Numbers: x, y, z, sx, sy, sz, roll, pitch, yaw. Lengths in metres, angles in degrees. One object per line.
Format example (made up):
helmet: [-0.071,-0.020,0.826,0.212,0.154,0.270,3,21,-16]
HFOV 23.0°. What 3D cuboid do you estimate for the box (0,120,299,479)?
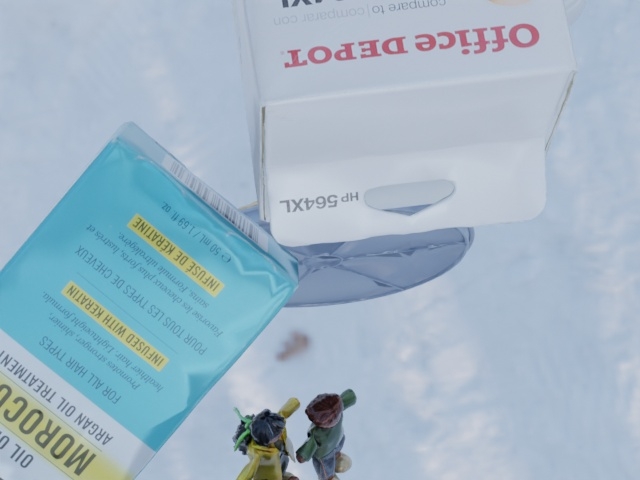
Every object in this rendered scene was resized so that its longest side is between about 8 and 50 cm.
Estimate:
box: [-0.124,0.074,0.676,0.100,0.060,0.244,39,97,-8]

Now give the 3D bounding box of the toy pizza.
toy pizza: [0.000,0.000,1.033,0.201,0.201,0.032,-23,64,39]

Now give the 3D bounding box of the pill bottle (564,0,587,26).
pill bottle: [0.201,-0.327,1.501,0.162,0.162,0.278,52,164,28]

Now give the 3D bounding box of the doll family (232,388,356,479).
doll family: [-0.043,0.172,1.074,0.076,0.193,0.111,18,146,17]

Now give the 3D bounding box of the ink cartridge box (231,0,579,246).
ink cartridge box: [0.019,-0.074,0.481,0.090,0.092,0.143,93,169,-69]
